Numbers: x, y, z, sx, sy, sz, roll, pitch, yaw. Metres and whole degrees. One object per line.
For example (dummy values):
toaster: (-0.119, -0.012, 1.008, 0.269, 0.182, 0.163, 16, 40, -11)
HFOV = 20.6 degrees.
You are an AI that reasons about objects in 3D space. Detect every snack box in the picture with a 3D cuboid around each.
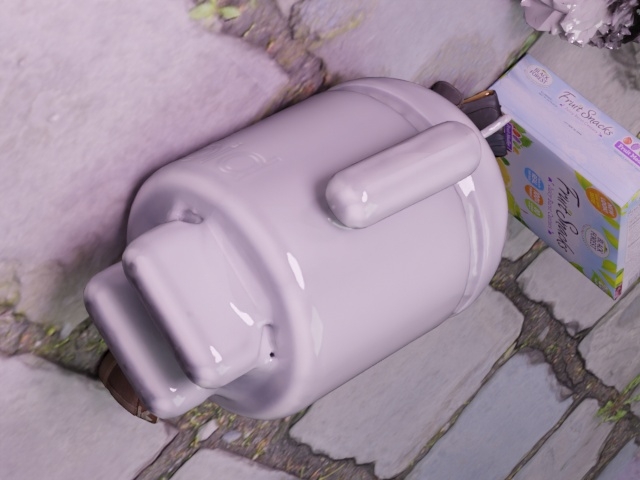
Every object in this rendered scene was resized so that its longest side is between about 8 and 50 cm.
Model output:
snack box: (0.238, -0.057, 1.663, 0.070, 0.174, 0.207, -43, 158, -12)

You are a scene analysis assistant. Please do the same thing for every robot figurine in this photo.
robot figurine: (0.000, 0.000, 1.307, 0.353, 0.199, 0.300, -28, 178, -38)

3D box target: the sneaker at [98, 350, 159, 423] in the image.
sneaker: (-0.089, 0.095, 1.455, 0.188, 0.071, 0.066, -26, 149, -29)

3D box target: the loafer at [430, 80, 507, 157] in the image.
loafer: (0.099, -0.106, 1.512, 0.170, 0.062, 0.061, 3, 88, -53)

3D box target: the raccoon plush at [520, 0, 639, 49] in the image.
raccoon plush: (0.405, -0.293, 1.558, 0.446, 0.216, 0.299, -13, 132, -53)
